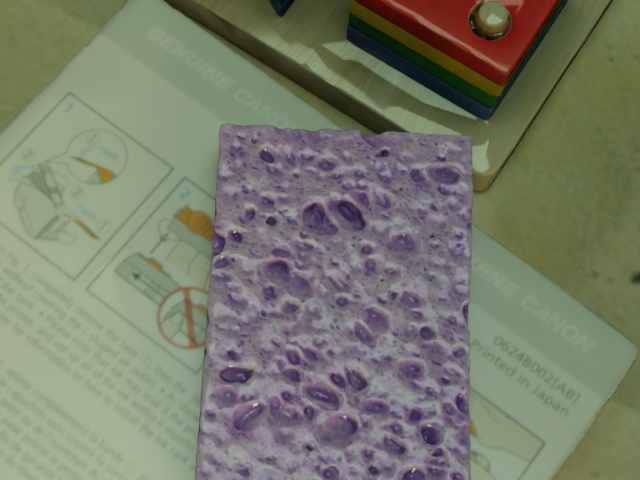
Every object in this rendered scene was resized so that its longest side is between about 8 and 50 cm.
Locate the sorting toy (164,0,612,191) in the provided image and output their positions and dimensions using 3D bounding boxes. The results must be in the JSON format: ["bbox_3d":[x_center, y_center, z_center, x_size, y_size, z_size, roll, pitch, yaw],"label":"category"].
[{"bbox_3d":[0.051,-0.204,0.782,0.255,0.089,0.257,32,72,8],"label":"sorting toy"}]

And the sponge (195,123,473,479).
[{"bbox_3d":[0.007,0.052,0.631,0.117,0.031,0.210,4,68,-3],"label":"sponge"}]

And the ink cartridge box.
[{"bbox_3d":[-0.088,0.115,0.666,0.308,0.091,0.385,36,71,9],"label":"ink cartridge box"}]
